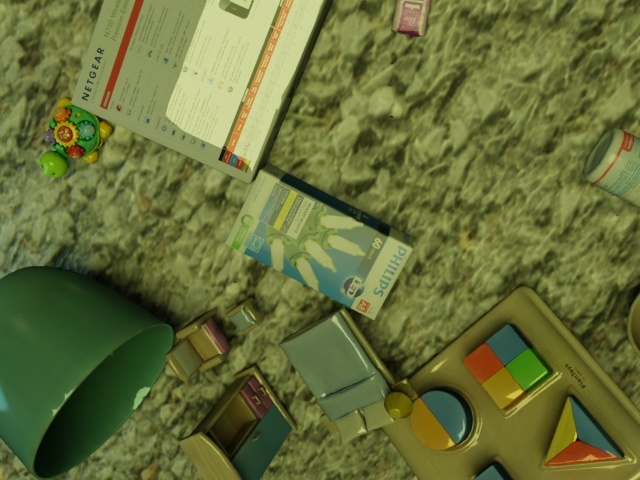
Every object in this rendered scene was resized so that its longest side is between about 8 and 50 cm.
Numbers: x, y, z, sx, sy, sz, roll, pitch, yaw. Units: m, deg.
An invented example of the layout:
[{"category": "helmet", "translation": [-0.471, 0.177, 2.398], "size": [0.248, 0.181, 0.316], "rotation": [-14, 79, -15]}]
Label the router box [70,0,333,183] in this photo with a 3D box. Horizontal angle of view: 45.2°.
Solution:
[{"category": "router box", "translation": [-0.170, -0.298, 1.138], "size": [0.301, 0.082, 0.336], "rotation": [25, 106, 1]}]

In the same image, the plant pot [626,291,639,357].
[{"category": "plant pot", "translation": [0.617, 0.191, 1.099], "size": [0.256, 0.256, 0.274], "rotation": [-30, 115, 13]}]

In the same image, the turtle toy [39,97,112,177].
[{"category": "turtle toy", "translation": [-0.397, -0.158, 1.211], "size": [0.095, 0.066, 0.130], "rotation": [32, 106, -2]}]

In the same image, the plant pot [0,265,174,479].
[{"category": "plant pot", "translation": [-0.415, 0.180, 1.197], "size": [0.235, 0.293, 0.293], "rotation": [35, 106, 13]}]

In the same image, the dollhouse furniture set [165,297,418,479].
[{"category": "dollhouse furniture set", "translation": [-0.052, 0.217, 1.158], "size": [0.303, 0.198, 0.286], "rotation": [-29, 99, 28]}]

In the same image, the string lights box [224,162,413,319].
[{"category": "string lights box", "translation": [0.000, 0.000, 1.196], "size": [0.259, 0.077, 0.133], "rotation": [27, 105, 0]}]

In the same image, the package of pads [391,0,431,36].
[{"category": "package of pads", "translation": [0.134, -0.341, 1.115], "size": [0.050, 0.032, 0.083], "rotation": [11, 105, 7]}]

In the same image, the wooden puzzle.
[{"category": "wooden puzzle", "translation": [0.281, 0.293, 1.165], "size": [0.348, 0.080, 0.322], "rotation": [-45, 67, 17]}]

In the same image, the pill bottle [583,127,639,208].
[{"category": "pill bottle", "translation": [0.471, -0.090, 1.108], "size": [0.160, 0.087, 0.087], "rotation": [27, 106, -1]}]
